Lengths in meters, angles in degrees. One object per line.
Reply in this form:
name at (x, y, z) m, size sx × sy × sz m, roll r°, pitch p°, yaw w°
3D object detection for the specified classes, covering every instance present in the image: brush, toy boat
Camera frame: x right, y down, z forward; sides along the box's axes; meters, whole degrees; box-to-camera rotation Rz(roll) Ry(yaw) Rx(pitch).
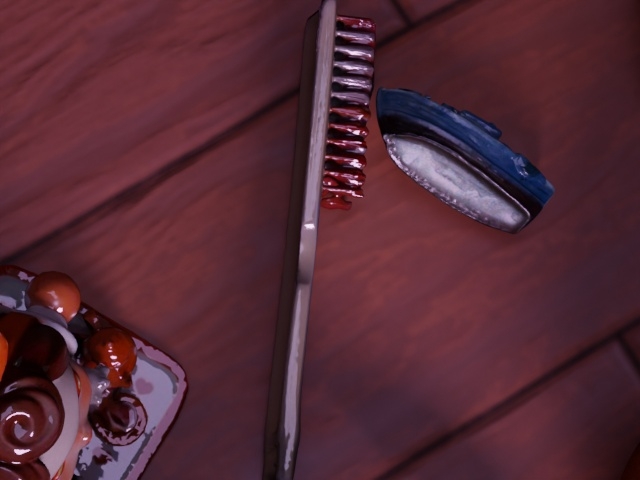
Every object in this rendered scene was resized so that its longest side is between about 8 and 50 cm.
brush at (0.000, 0.000, 1.005) m, size 0.050 × 0.060 × 0.321 m, roll 10°, pitch 77°, yaw -14°
toy boat at (0.094, -0.058, 1.026) m, size 0.137 × 0.060 × 0.061 m, roll 29°, pitch 43°, yaw -7°

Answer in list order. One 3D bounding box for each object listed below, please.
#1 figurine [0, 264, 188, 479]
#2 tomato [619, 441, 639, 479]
figurine at (-0.183, 0.099, 0.880) m, size 0.160 × 0.226 × 0.183 m, roll 30°, pitch 77°, yaw 3°
tomato at (0.292, 0.191, 0.888) m, size 0.224 × 0.256 × 0.255 m, roll -11°, pitch 78°, yaw -31°
